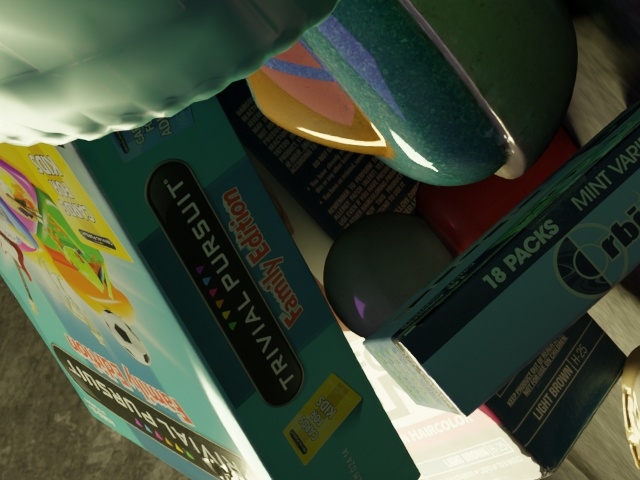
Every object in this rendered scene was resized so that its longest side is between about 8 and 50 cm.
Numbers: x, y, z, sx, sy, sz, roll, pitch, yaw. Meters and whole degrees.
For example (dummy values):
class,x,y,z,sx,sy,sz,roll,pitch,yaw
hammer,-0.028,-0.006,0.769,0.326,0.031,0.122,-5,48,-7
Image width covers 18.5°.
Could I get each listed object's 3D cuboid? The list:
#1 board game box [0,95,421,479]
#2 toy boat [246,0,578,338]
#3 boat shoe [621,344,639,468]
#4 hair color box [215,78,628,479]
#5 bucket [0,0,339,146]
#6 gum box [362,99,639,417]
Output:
class,x,y,z,sx,sy,sz,roll,pitch,yaw
board game box,-0.110,-0.008,1.043,0.254,0.079,0.336,23,147,52
toy boat,0.021,-0.073,0.906,0.267,0.148,0.318,46,174,40
boat shoe,0.215,0.115,1.188,0.059,0.063,0.170,50,167,35
hair color box,0.000,0.000,1.167,0.347,0.105,0.174,47,146,-10
bucket,-0.097,-0.171,0.532,0.281,0.281,0.183,47,179,35
gum box,0.092,0.002,0.769,0.041,0.157,0.184,49,175,2
